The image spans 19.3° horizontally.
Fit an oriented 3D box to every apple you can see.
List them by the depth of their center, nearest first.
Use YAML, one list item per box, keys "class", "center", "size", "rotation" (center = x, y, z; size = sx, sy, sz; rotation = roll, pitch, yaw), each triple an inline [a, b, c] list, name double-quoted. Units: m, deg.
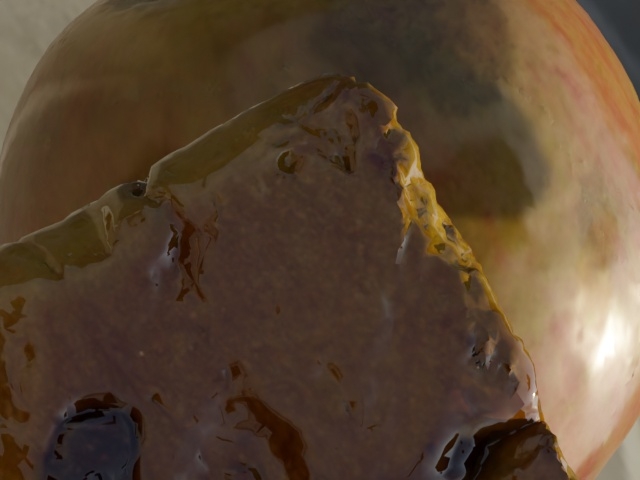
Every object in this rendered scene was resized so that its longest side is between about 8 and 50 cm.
- class: "apple"
  center: [0.000, 0.000, 0.980]
  size: [0.364, 0.364, 0.364]
  rotation: [46, 28, -32]

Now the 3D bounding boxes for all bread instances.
- class: "bread"
  center: [-0.017, 0.063, 0.468]
  size: [0.149, 0.143, 0.158]
  rotation: [62, -9, 11]
